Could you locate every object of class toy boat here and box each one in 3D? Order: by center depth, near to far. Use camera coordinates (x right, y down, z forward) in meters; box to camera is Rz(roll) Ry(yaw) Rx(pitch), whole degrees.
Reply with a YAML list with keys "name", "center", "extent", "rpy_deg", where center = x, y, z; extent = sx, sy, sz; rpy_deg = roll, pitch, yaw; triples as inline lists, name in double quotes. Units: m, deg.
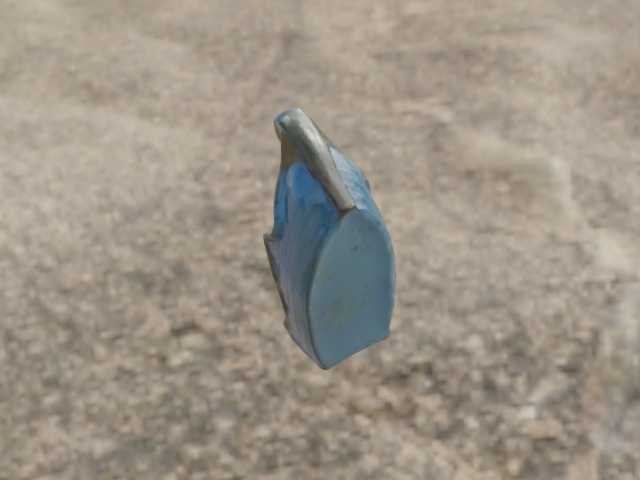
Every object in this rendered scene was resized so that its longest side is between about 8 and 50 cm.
- name: "toy boat"
  center: [0.000, 0.000, 1.007]
  extent: [0.075, 0.185, 0.077]
  rpy_deg: [-29, 56, -15]
